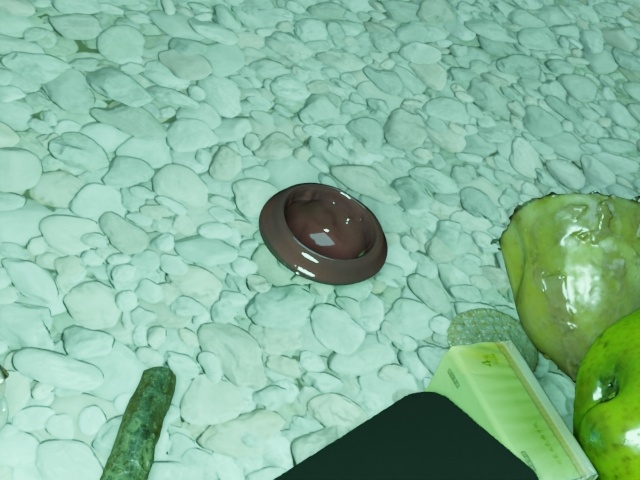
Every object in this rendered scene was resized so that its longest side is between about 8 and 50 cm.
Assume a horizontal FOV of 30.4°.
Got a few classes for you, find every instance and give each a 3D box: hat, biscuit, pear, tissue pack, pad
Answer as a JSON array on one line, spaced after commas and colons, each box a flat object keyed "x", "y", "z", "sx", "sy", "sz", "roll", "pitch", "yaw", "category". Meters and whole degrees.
[{"x": 0.000, "y": 0.000, "z": 1.802, "sx": 0.206, "sy": 0.089, "sz": 0.205, "roll": 13, "pitch": 45, "yaw": -14, "category": "hat"}, {"x": 0.262, "y": 0.160, "z": 1.788, "sx": 0.152, "sy": 0.020, "sz": 0.152, "roll": 11, "pitch": 44, "yaw": -10, "category": "biscuit"}, {"x": 0.482, "y": 0.236, "z": 1.537, "sx": 0.318, "sy": 0.238, "sz": 0.342, "roll": -1, "pitch": 85, "yaw": -26, "category": "pear"}, {"x": 0.237, "y": 0.268, "z": 1.558, "sx": 0.125, "sy": 0.159, "sz": 0.234, "roll": -5, "pitch": 48, "yaw": -27, "category": "tissue pack"}, {"x": 0.044, "y": 0.331, "z": 1.452, "sx": 0.375, "sy": 0.063, "sz": 0.315, "roll": -28, "pitch": 41, "yaw": -20, "category": "pad"}]

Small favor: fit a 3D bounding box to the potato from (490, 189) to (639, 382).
[{"x": 0.404, "y": 0.099, "z": 1.741, "sx": 0.289, "sy": 0.301, "sz": 0.237, "roll": 11, "pitch": 61, "yaw": -14, "category": "potato"}]

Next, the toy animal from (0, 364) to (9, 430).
[{"x": -0.504, "y": 0.227, "z": 1.298, "sx": 0.247, "sy": 0.182, "sz": 0.310, "roll": 23, "pitch": 36, "yaw": -5, "category": "toy animal"}]

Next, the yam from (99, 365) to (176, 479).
[{"x": -0.230, "y": 0.261, "z": 1.455, "sx": 0.061, "sy": 0.061, "sz": 0.274, "roll": 17, "pitch": 41, "yaw": -4, "category": "yam"}]
